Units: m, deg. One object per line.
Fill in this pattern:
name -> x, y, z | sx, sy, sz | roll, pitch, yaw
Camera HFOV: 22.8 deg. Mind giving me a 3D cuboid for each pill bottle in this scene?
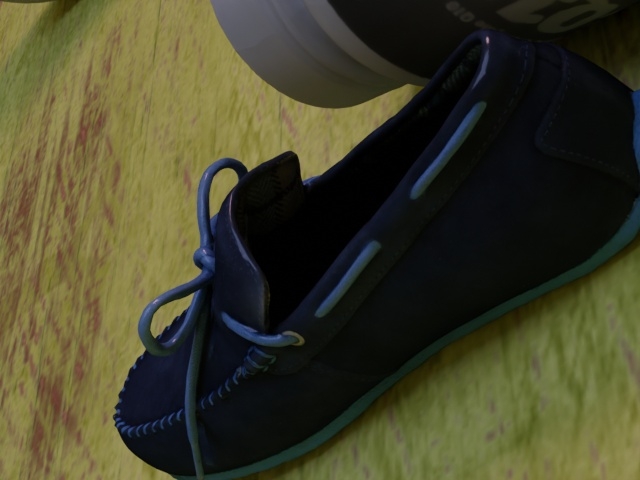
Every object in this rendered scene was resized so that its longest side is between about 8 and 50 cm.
pill bottle -> 0.080, -0.167, 0.740 | 0.283, 0.161, 0.161 | -22, 44, 49

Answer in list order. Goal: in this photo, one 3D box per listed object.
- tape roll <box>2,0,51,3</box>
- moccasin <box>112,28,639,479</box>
tape roll -> -0.271, -0.313, 1.390 | 0.219, 0.219, 0.072 | -35, 37, 37
moccasin -> 0.000, 0.000, 0.748 | 0.342, 0.117, 0.137 | -38, 34, 33
